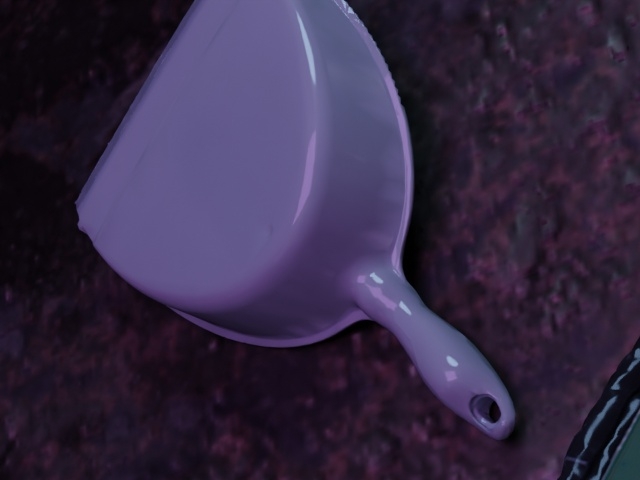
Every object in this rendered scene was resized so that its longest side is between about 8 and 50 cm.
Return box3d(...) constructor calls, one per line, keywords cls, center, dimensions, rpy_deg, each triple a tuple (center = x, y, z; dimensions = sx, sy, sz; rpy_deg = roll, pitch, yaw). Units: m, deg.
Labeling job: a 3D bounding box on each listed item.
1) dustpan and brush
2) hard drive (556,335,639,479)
box3d(cls="dustpan and brush", center=(0.000, 0.000, 0.695), dimensions=(0.147, 0.060, 0.211), rpy_deg=(-57, 43, 19))
box3d(cls="hard drive", center=(0.218, -0.002, 0.434), dimensions=(0.237, 0.064, 0.339), rpy_deg=(8, 50, 38))
